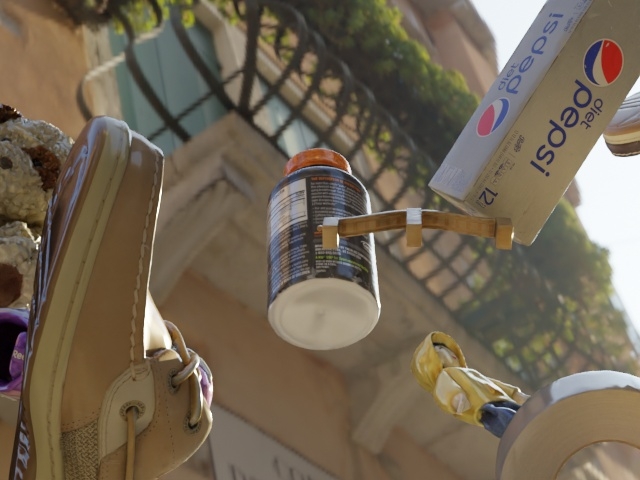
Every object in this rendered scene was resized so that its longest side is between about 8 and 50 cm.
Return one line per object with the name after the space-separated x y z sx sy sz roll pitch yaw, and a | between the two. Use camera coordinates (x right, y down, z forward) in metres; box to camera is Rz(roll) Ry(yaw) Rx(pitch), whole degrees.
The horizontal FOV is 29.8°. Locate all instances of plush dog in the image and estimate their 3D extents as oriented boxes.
-0.358 -0.036 1.361 0.225 0.262 0.210 -53 -15 -15 | plush dog

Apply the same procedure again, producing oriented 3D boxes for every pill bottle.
0.000 0.000 1.445 0.130 0.246 0.130 -1 -44 -1 | pill bottle

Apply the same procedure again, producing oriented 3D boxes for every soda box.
0.237 -0.143 1.232 0.098 0.091 0.286 32 -90 -24 | soda box

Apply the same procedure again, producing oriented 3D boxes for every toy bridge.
0.090 -0.013 1.174 0.188 0.063 0.026 0 -73 4 | toy bridge

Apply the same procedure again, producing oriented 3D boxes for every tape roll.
0.289 0.247 1.225 0.219 0.072 0.219 1 -80 5 | tape roll

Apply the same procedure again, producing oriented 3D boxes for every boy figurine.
0.246 0.231 1.792 0.177 0.285 0.092 7 -71 -38 | boy figurine

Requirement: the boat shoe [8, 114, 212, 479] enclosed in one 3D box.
-0.122 0.088 0.719 0.110 0.121 0.341 7 -63 -14 | boat shoe

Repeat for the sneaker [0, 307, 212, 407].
-0.209 0.110 1.011 0.236 0.095 0.104 12 -12 16 | sneaker

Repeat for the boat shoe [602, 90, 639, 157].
0.421 -0.142 1.464 0.103 0.285 0.092 -5 -73 31 | boat shoe
